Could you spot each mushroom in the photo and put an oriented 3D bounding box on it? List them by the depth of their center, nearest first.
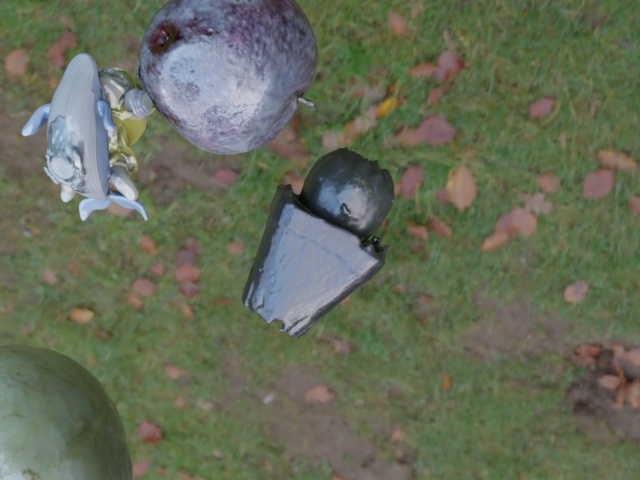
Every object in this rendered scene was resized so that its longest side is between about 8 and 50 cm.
[{"bbox_3d":[-0.401,0.308,1.620,0.260,0.352,0.352,-15,124,10],"label":"mushroom"}]

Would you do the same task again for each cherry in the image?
[{"bbox_3d":[-0.100,-0.191,1.275,0.195,0.195,0.195,10,132,12],"label":"cherry"}]

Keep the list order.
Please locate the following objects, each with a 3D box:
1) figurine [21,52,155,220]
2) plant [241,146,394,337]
[{"bbox_3d":[-0.266,-0.122,1.426,0.128,0.184,0.208,2,116,22],"label":"figurine"},{"bbox_3d":[0.000,0.000,1.556,0.164,0.142,0.256,30,93,-7],"label":"plant"}]
